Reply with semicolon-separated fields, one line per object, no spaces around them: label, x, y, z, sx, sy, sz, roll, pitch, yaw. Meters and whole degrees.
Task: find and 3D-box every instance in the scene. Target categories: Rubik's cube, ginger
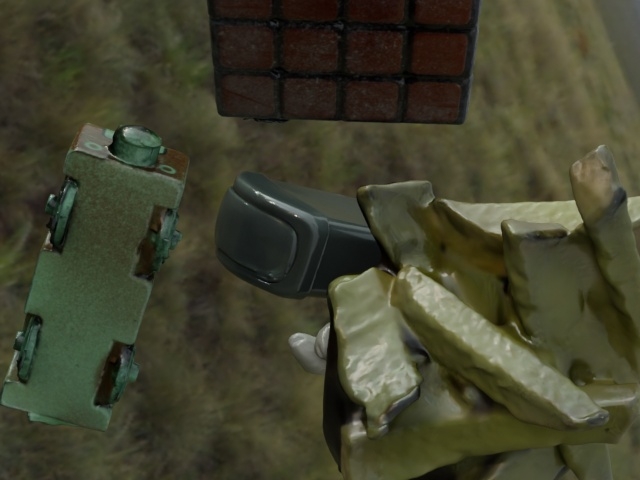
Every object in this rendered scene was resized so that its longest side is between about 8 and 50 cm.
Rubik's cube;0.033;-0.382;1.534;0.343;0.345;0.337;94;-1;-49
ginger;0.169;0.101;1.134;0.359;0.413;0.211;27;-1;-5

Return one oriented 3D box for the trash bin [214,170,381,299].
trash bin;0.000;0.000;1.324;0.236;0.101;0.177;8;14;-35

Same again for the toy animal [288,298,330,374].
toy animal;0.077;0.080;1.726;0.272;0.206;0.264;23;-64;62

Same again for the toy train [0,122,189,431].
toy train;-0.219;0.029;1.174;0.159;0.129;0.326;-100;-152;-66
